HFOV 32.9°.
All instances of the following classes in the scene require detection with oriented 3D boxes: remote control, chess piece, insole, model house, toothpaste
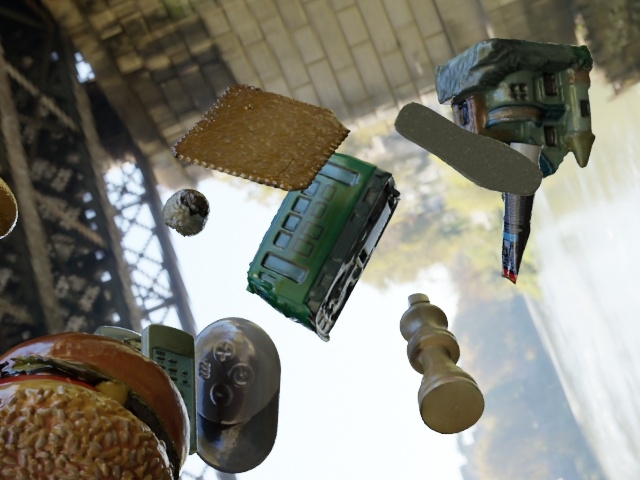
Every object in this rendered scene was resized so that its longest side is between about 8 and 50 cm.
[{"bbox_3d":[-0.185,0.326,2.279,0.103,0.221,0.332,-4,-82,-63],"label":"remote control"},{"bbox_3d":[0.213,0.213,2.076,0.397,0.117,0.117,-103,-11,-65],"label":"chess piece"},{"bbox_3d":[0.177,-0.107,1.302,0.192,0.063,0.010,29,171,9],"label":"insole"},{"bbox_3d":[0.388,-0.198,2.066,0.194,0.267,0.325,160,107,-65],"label":"model house"},{"bbox_3d":[0.273,-0.038,1.501,0.071,0.045,0.193,-138,54,-81],"label":"toothpaste"},{"bbox_3d":[-0.255,0.248,1.820,0.098,0.038,0.233,18,-132,-30],"label":"remote control"}]

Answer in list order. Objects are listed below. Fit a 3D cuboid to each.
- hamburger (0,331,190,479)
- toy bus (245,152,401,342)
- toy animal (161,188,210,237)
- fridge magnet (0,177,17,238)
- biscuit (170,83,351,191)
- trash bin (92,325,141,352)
[{"bbox_3d":[-0.341,0.299,1.426,0.250,0.330,0.330,-72,-39,-61],"label":"hamburger"},{"bbox_3d":[0.000,0.000,2.088,0.343,0.199,0.183,-62,-17,-12],"label":"toy bus"},{"bbox_3d":[-0.267,-0.060,2.163,0.098,0.098,0.137,67,170,-13],"label":"toy animal"},{"bbox_3d":[-0.594,-0.063,1.881,0.143,0.063,0.143,27,-131,-35],"label":"fridge magnet"},{"bbox_3d":[-0.087,-0.166,1.714,0.232,0.237,0.013,-54,-24,-44],"label":"biscuit"},{"bbox_3d":[-0.454,0.370,2.097,0.280,0.432,0.280,50,176,5],"label":"trash bin"}]
